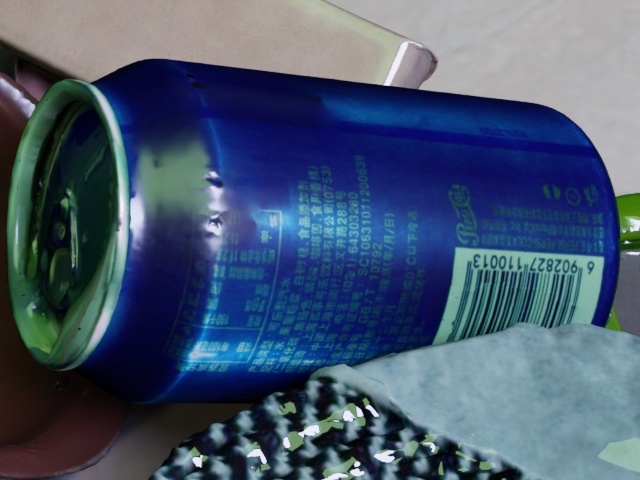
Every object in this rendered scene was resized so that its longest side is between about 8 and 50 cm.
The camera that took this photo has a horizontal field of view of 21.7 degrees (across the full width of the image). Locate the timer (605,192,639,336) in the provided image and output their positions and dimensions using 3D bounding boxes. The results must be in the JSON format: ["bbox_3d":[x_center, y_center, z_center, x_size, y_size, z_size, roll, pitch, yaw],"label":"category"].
[{"bbox_3d":[0.163,0.037,0.654,0.140,0.047,0.128,-5,57,-10],"label":"timer"}]

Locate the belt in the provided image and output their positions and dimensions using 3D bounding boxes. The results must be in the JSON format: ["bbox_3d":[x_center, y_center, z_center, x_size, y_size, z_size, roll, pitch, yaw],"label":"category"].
[{"bbox_3d":[0.049,0.139,0.509,0.258,0.150,0.207,-15,48,-17],"label":"belt"}]

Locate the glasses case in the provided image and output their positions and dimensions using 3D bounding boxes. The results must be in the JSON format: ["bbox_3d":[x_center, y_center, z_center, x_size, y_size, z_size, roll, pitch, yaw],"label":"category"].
[{"bbox_3d":[-0.058,-0.069,0.706,0.194,0.070,0.102,26,84,11],"label":"glasses case"}]

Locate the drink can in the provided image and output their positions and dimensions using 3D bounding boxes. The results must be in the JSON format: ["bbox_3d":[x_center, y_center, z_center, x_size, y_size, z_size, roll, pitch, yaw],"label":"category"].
[{"bbox_3d":[0.000,0.000,0.586,0.205,0.118,0.118,5,50,-32],"label":"drink can"}]

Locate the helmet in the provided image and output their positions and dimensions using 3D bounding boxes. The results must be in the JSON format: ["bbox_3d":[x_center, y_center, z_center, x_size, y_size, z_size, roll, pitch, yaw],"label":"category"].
[{"bbox_3d":[-0.154,0.021,0.596,0.175,0.106,0.155,52,33,-8],"label":"helmet"}]
